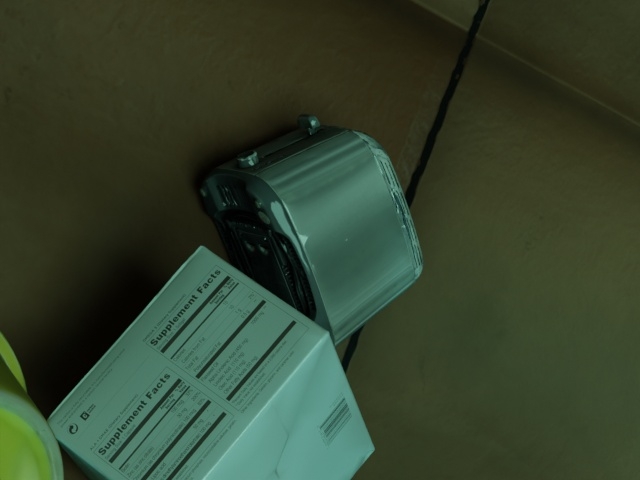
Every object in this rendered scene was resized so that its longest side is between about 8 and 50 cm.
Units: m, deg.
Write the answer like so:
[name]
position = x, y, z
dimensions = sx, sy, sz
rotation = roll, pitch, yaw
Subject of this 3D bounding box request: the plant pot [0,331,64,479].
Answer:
[plant pot]
position = -0.323, 0.163, 1.322
dimensions = 0.254, 0.239, 0.254
rotation = -7, 104, -32

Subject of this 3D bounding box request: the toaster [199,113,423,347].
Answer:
[toaster]
position = 0.000, 0.000, 1.577
dimensions = 0.146, 0.129, 0.227
rotation = -33, 115, -27

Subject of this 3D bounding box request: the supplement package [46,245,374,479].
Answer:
[supplement package]
position = -0.086, 0.169, 1.475
dimensions = 0.204, 0.145, 0.262
rotation = -50, 155, -16
